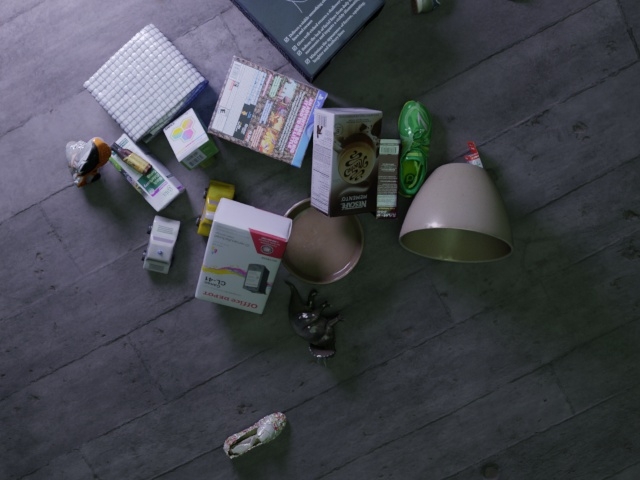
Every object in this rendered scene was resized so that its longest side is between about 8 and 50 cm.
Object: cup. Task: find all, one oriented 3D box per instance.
[{"bbox_3d":[0.412,-0.091,1.735,0.330,0.331,0.237,9,74,-4],"label":"cup"}]

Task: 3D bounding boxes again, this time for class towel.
[{"bbox_3d":[-0.510,-0.457,1.713,0.283,0.121,0.235,-43,101,4],"label":"towel"}]

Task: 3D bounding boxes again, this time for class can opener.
[{"bbox_3d":[0.003,0.054,1.861,0.059,0.073,0.186,29,97,32],"label":"can opener"}]

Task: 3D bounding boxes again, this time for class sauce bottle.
[{"bbox_3d":[-0.555,-0.240,1.692,0.128,0.042,0.042,34,98,-5],"label":"sauce bottle"}]

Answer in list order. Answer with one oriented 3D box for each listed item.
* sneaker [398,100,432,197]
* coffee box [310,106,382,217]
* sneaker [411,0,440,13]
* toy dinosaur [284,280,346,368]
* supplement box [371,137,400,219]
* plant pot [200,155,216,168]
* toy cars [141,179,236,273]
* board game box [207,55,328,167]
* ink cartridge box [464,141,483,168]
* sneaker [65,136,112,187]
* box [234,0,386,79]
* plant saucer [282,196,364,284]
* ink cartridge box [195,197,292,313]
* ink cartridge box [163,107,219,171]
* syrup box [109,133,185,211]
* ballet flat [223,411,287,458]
[{"bbox_3d":[0.292,-0.276,1.766,0.109,0.123,0.296,1,100,-2],"label":"sneaker"},{"bbox_3d":[0.073,-0.230,1.686,0.168,0.119,0.297,-10,114,-28],"label":"coffee box"},{"bbox_3d":[0.308,-0.774,1.709,0.086,0.064,0.192,-11,101,-7],"label":"sneaker"},{"bbox_3d":[-0.024,0.264,1.861,0.160,0.121,0.313,-44,103,-7],"label":"toy dinosaur"},{"bbox_3d":[0.198,-0.192,1.776,0.073,0.130,0.240,1,101,-2],"label":"supplement box"},{"bbox_3d":[-0.363,-0.266,1.776,0.083,0.083,0.079,-34,111,4],"label":"plant pot"},{"bbox_3d":[-0.410,-0.029,1.793,0.393,0.087,0.176,-33,114,4],"label":"toy cars"},{"bbox_3d":[-0.154,-0.378,1.724,0.290,0.141,0.232,21,99,-6],"label":"board game box"},{"bbox_3d":[0.477,-0.250,1.807,0.029,0.063,0.115,-23,100,0],"label":"ink cartridge box"},{"bbox_3d":[-0.699,-0.252,1.693,0.099,0.262,0.121,-34,93,-38],"label":"sneaker"},{"bbox_3d":[-0.063,-0.694,1.632,0.293,0.212,0.395,-44,100,7],"label":"box"},{"bbox_3d":[0.000,0.000,1.815,0.277,0.041,0.278,-1,85,6],"label":"plant saucer"},{"bbox_3d":[-0.235,0.053,1.745,0.226,0.131,0.306,15,123,-8],"label":"ink cartridge box"},{"bbox_3d":[-0.392,-0.315,1.707,0.109,0.062,0.209,-34,58,5],"label":"ink cartridge box"},{"bbox_3d":[-0.534,-0.208,1.767,0.093,0.096,0.237,-41,98,7],"label":"syrup box"},{"bbox_3d":[-0.219,0.668,1.951,0.241,0.077,0.091,-31,99,3],"label":"ballet flat"}]
